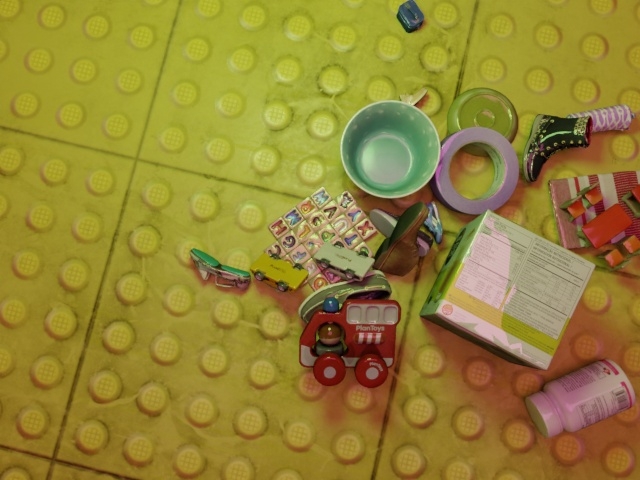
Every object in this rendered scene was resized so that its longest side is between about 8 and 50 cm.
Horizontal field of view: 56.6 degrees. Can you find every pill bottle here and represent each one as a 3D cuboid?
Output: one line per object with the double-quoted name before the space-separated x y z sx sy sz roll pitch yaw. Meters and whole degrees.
"pill bottle" 0.788 0.487 1.817 0.282 0.160 0.161 -22 84 -2

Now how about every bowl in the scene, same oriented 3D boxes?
"bowl" 0.217 -0.274 1.906 0.311 0.163 0.312 0 83 1

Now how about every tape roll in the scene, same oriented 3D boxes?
"tape roll" 0.489 -0.222 1.909 0.274 0.090 0.275 0 94 -4

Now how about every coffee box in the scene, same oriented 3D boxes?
"coffee box" 0.534 0.150 1.768 0.338 0.337 0.335 27 84 4

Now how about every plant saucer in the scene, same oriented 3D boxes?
"plant saucer" 0.545 -0.401 1.982 0.240 0.037 0.241 0 83 0

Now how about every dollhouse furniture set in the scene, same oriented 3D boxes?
"dollhouse furniture set" 0.936 -0.075 1.856 0.259 0.135 0.262 -34 83 -6

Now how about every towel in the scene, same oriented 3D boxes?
"towel" 0.926 -0.102 1.948 0.328 0.037 0.237 -7 81 -2

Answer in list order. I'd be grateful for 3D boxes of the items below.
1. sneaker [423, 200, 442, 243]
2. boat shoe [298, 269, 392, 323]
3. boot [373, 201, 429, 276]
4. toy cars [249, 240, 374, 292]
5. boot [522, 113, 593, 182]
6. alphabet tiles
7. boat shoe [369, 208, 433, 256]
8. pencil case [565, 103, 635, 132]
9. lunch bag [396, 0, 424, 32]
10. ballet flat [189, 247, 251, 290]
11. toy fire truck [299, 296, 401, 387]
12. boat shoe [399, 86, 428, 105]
"sneaker" 0.361 -0.054 1.937 0.059 0.053 0.144 -12 75 -2
"boat shoe" 0.077 0.192 1.873 0.304 0.091 0.109 -23 126 -3
"boot" 0.273 0.000 1.837 0.115 0.305 0.112 26 46 -3
"toy cars" -0.024 0.098 1.885 0.393 0.087 0.177 -10 45 1
"boot" 0.756 -0.297 1.901 0.178 0.085 0.237 9 77 42
"alphabet tiles" 0.000 0.000 1.947 0.342 0.011 0.285 -36 85 -2
"boat shoe" 0.267 -0.041 1.927 0.228 0.080 0.076 34 56 14
"pencil case" 0.916 -0.391 1.958 0.205 0.086 0.088 -9 107 1
"lunch bag" 0.306 -0.757 2.009 0.067 0.065 0.099 -33 84 -3
"ballet flat" -0.333 0.103 1.918 0.221 0.077 0.079 24 104 3
"toy fire truck" 0.087 0.294 1.805 0.301 0.169 0.254 2 102 0
"boat shoe" 0.281 -0.460 1.977 0.170 0.063 0.059 -41 91 -3
